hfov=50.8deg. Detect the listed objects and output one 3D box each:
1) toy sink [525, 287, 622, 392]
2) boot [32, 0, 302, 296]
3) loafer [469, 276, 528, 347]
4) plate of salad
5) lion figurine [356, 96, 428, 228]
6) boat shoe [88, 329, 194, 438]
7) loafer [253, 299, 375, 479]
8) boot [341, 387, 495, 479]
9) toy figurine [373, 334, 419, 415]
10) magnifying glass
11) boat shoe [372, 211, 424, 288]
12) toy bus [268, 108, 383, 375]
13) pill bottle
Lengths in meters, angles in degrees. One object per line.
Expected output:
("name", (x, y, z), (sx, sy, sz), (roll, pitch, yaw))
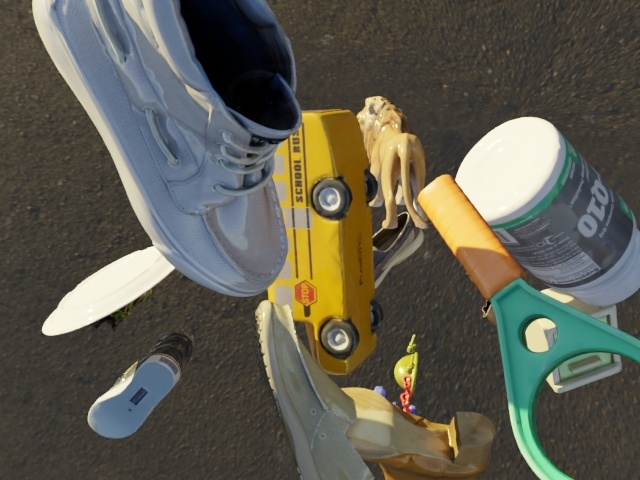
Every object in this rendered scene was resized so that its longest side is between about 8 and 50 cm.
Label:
("toy sink", (0.531, 0.221, 1.420), (0.153, 0.131, 0.234), (-18, 120, -1))
("boot", (-0.060, -0.056, 0.405), (0.123, 0.095, 0.258), (8, 139, 41))
("loafer", (0.488, 0.191, 1.779), (0.130, 0.134, 0.366), (-22, 74, -10))
("plate of salad", (-0.250, 0.065, 0.841), (0.200, 0.200, 0.048), (-20, 110, 19))
("lion figurine", (0.161, -0.173, 1.422), (0.142, 0.392, 0.240), (-3, 105, -12))
("boat shoe", (-0.235, 0.194, 0.903), (0.065, 0.083, 0.183), (45, 118, -9))
("loafer", (-0.009, 0.193, 0.807), (0.092, 0.102, 0.268), (-18, 93, -13))
("boot", (0.104, 0.318, 1.003), (0.295, 0.104, 0.211), (5, 139, 1))
("toy figurine", (0.149, 0.437, 1.834), (0.217, 0.362, 0.191), (-2, 137, 15))
("magnifying glass", (0.124, 0.048, 0.398), (0.092, 0.026, 0.231), (-40, 53, 17))
("boat shoe", (0.123, 0.039, 1.595), (0.285, 0.103, 0.092), (-39, 124, -12))
("toy bus", (0.000, 0.000, 0.879), (0.130, 0.108, 0.333), (2, 103, 25))
("pill bottle", (0.420, -0.036, 1.188), (0.361, 0.204, 0.204), (34, 112, -32))
